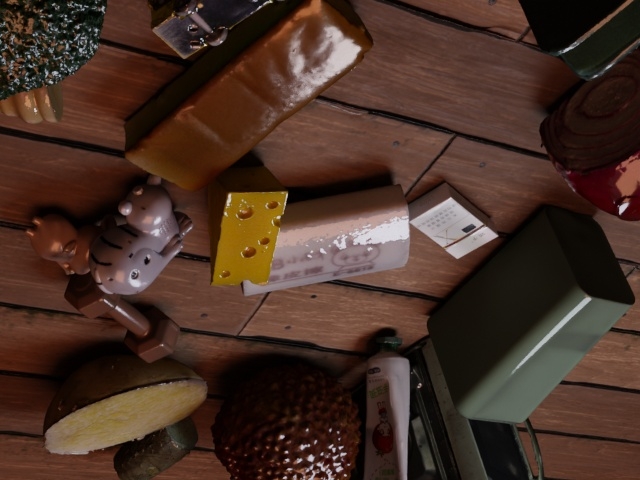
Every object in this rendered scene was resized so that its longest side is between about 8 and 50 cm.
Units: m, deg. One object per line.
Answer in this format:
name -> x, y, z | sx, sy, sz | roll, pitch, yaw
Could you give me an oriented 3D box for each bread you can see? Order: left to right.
bread -> -0.098, -0.206, 1.630 | 0.361, 0.077, 0.138 | -36, 137, 26

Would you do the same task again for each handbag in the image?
handbag -> 0.368, -0.370, 1.439 | 0.089, 0.238, 0.326 | 18, 132, -40

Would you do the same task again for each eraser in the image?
eraser -> 0.000, 0.000, 1.920 | 0.270, 0.094, 0.174 | -9, 145, -6

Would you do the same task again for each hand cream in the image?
hand cream -> 0.119, 0.343, 2.211 | 0.076, 0.336, 0.121 | 13, 162, -36

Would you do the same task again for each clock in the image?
clock -> -0.274, -0.007, 1.783 | 0.176, 0.080, 0.117 | -51, 138, -21

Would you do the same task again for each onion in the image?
onion -> 0.474, -0.136, 1.807 | 0.207, 0.206, 0.216 | 23, 130, -40

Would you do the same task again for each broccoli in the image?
broccoli -> -0.359, -0.298, 1.316 | 0.297, 0.297, 0.297 | 43, 123, -5

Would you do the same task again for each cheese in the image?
cheese -> -0.112, -0.011, 1.784 | 0.093, 0.126, 0.171 | -1, 111, -18

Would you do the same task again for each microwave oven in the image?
microwave oven -> 0.214, 0.430, 2.297 | 0.333, 0.394, 0.247 | -38, 137, 28

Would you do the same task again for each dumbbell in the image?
dumbbell -> -0.318, 0.116, 1.970 | 0.082, 0.092, 0.231 | 0, 152, 29

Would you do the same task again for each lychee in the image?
lychee -> -0.062, 0.370, 2.225 | 0.304, 0.276, 0.275 | -47, 148, -18

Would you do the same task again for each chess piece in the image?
chess piece -> -0.419, -0.188, 1.545 | 0.170, 0.094, 0.094 | -5, 143, -1

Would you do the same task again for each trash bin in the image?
trash bin -> 0.364, 0.129, 2.112 | 0.158, 0.223, 0.343 | 13, 132, -32

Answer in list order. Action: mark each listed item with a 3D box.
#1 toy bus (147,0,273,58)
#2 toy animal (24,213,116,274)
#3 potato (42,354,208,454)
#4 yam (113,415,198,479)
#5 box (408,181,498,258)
toy bus -> -0.104, -0.314, 1.489 | 0.226, 0.074, 0.081 | -31, 141, 20
toy animal -> -0.368, 0.000, 1.814 | 0.150, 0.089, 0.083 | 19, 155, -41
potato -> -0.352, 0.272, 2.136 | 0.299, 0.116, 0.239 | -14, 148, -17
yam -> -0.309, 0.389, 2.313 | 0.107, 0.107, 0.183 | 21, 133, -38
box -> 0.214, -0.031, 1.993 | 0.084, 0.040, 0.154 | -33, 138, 22
